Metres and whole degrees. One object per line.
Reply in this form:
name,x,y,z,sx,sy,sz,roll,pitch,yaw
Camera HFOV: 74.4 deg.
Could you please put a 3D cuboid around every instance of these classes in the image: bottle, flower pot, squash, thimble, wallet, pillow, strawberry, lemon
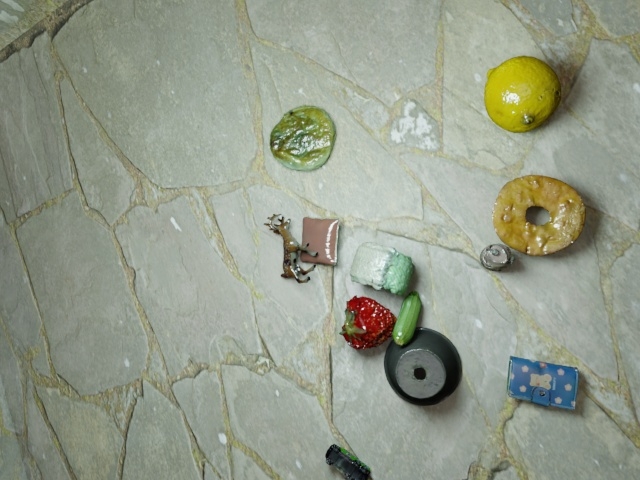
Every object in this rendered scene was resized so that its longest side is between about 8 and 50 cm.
bottle,0.582,0.055,1.394,0.099,0.152,0.098,-2,83,14
flower pot,0.335,0.434,1.413,0.269,0.166,0.269,-2,84,17
squash,0.300,0.268,1.451,0.068,0.077,0.219,-5,44,36
thimble,0.214,0.096,1.457,0.219,0.219,0.150,17,88,17
wallet,0.712,0.460,1.359,0.202,0.059,0.141,7,88,16
pillow,0.000,0.000,1.595,0.171,0.075,0.179,4,91,33
strawberry,0.171,0.287,1.481,0.202,0.184,0.186,2,78,-13
lemon,0.661,-0.489,1.400,0.228,0.228,0.253,-25,76,11

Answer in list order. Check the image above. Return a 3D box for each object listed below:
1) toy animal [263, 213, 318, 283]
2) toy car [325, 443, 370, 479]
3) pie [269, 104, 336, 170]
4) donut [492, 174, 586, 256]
toy animal,-0.124,0.030,1.597,0.260,0.087,0.243,15,99,42
toy car,0.096,0.788,1.489,0.165,0.062,0.071,31,91,16
pie,-0.067,-0.407,1.667,0.277,0.078,0.277,-1,84,14
donut,0.709,-0.077,1.396,0.278,0.108,0.277,-2,83,15
